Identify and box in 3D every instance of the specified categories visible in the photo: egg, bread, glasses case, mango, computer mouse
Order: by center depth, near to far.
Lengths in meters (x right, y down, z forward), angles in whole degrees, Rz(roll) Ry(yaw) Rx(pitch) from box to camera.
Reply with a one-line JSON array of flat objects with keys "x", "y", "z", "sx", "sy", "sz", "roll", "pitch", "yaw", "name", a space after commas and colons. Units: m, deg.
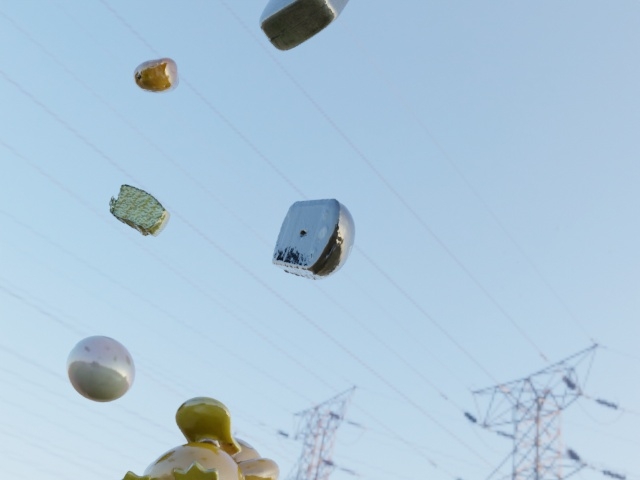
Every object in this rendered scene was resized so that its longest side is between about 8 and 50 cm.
[{"x": 0.008, "y": -0.426, "z": 1.207, "sx": 0.131, "sy": 0.323, "sz": 0.074, "roll": -18, "pitch": -55, "yaw": 38, "name": "glasses case"}, {"x": -0.359, "y": 0.210, "z": 1.229, "sx": 0.135, "sy": 0.103, "sz": 0.103, "roll": 25, "pitch": -20, "yaw": 45, "name": "egg"}, {"x": -0.290, "y": -0.293, "z": 1.350, "sx": 0.080, "sy": 0.114, "sz": 0.061, "roll": -11, "pitch": -83, "yaw": 15, "name": "mango"}, {"x": 0.000, "y": 0.000, "z": 1.611, "sx": 0.100, "sy": 0.170, "sz": 0.269, "roll": 25, "pitch": -8, "yaw": -26, "name": "computer mouse"}, {"x": -0.461, "y": -0.070, "z": 1.959, "sx": 0.156, "sy": 0.103, "sz": 0.110, "roll": 31, "pitch": -10, "yaw": 20, "name": "bread"}]

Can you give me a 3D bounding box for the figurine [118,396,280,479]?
[{"x": -0.174, "y": 0.358, "z": 1.116, "sx": 0.215, "sy": 0.228, "sz": 0.215, "roll": 5, "pitch": -64, "yaw": 10, "name": "figurine"}]
